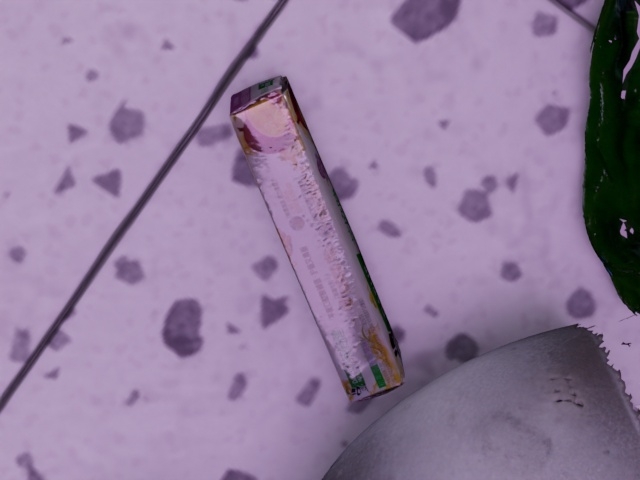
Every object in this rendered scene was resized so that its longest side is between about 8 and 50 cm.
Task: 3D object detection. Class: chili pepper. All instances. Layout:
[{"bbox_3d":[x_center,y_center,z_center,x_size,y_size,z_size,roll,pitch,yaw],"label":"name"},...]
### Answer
[{"bbox_3d":[0.205,-0.053,1.014,0.098,0.061,0.224,3,118,26],"label":"chili pepper"}]

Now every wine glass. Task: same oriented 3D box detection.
[{"bbox_3d":[0.056,0.189,1.021,0.357,0.190,0.190,-24,107,3],"label":"wine glass"}]

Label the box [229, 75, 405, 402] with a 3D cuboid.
[{"bbox_3d":[0.000,0.000,1.029,0.041,0.050,0.207,-21,107,4],"label":"box"}]
